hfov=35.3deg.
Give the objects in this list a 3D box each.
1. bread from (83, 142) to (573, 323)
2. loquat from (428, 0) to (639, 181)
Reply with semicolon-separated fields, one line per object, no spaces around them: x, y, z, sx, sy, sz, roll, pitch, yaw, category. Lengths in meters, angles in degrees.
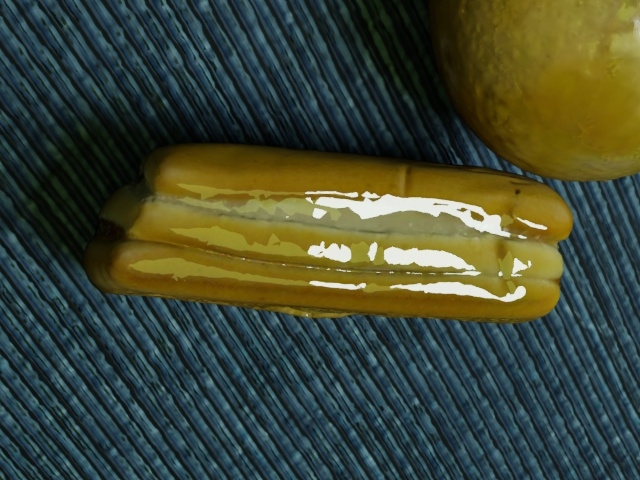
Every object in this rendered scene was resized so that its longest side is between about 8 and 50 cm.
0.000;0.000;0.440;0.201;0.116;0.077;5;91;-12;bread
0.113;-0.090;0.408;0.141;0.141;0.141;-3;111;-8;loquat
